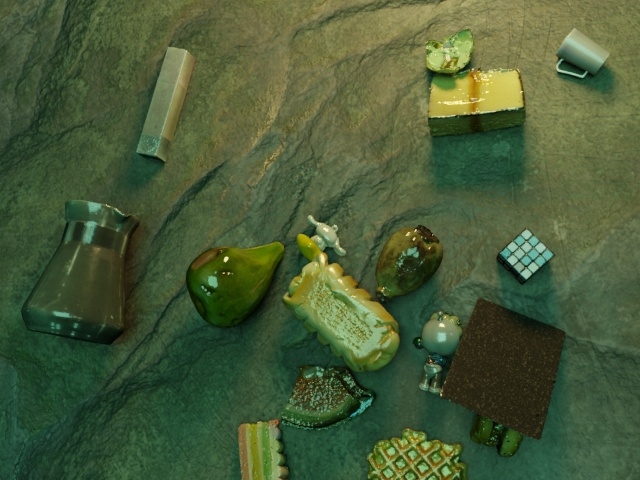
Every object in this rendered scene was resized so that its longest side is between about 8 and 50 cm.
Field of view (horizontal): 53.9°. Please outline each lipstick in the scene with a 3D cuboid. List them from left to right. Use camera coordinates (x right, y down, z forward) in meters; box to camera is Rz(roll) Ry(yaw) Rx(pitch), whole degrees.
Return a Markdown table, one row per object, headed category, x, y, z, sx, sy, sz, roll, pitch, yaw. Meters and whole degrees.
| category | x | y | z | sx | sy | sz | roll | pitch | yaw |
| --- | --- | --- | --- | --- | --- | --- | --- | --- | --- |
| lipstick | -0.434 | -0.382 | 1.775 | 0.066 | 0.068 | 0.317 | 13 | 83 | 15 |

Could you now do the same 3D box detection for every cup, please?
| category | x | y | z | sx | sy | sz | roll | pitch | yaw |
| --- | --- | --- | --- | --- | --- | --- | --- | --- | --- |
| cup | 0.644 | -0.456 | 1.572 | 0.116 | 0.074 | 0.104 | 37 | 113 | 11 |

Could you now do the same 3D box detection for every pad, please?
| category | x | y | z | sx | sy | sz | roll | pitch | yaw |
| --- | --- | --- | --- | --- | --- | --- | --- | --- | --- |
| pad | 0.414 | 0.272 | 1.405 | 0.220 | 0.004 | 0.330 | 22 | 44 | 15 |

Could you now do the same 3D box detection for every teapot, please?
| category | x | y | z | sx | sy | sz | roll | pitch | yaw |
| --- | --- | --- | --- | --- | --- | --- | --- | --- | --- |
| teapot | -0.625 | 0.088 | 1.661 | 0.300 | 0.253 | 0.343 | -3 | 69 | 43 |

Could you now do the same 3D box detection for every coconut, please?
| category | x | y | z | sx | sy | sz | roll | pitch | yaw |
| --- | --- | --- | --- | --- | --- | --- | --- | --- | --- |
| coconut | 0.333 | -0.484 | 1.635 | 0.133 | 0.055 | 0.158 | 27 | 69 | 40 |

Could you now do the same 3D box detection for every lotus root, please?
| category | x | y | z | sx | sy | sz | roll | pitch | yaw |
| --- | --- | --- | --- | --- | --- | --- | --- | --- | --- |
| lotus root | 0.204 | 0.059 | 1.535 | 0.138 | 0.138 | 0.214 | 41 | 91 | 15 |

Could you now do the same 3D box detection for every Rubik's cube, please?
| category | x | y | z | sx | sy | sz | roll | pitch | yaw |
| --- | --- | --- | --- | --- | --- | --- | --- | --- | --- |
| Rubik's cube | 0.485 | 0.038 | 1.496 | 0.092 | 0.092 | 0.092 | -43 | 75 | 1 |

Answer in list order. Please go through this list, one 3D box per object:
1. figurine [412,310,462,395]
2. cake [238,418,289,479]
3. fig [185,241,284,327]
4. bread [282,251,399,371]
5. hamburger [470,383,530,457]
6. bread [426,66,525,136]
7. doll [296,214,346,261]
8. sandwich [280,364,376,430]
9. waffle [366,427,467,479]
| category | x | y | z | sx | sy | sz | roll | pitch | yaw |
| --- | --- | --- | --- | --- | --- | --- | --- | --- | --- |
| figurine | 0.284 | 0.266 | 1.501 | 0.147 | 0.094 | 0.197 | 8 | 89 | 35 |
| cake | -0.140 | 0.555 | 1.536 | 0.110 | 0.090 | 0.225 | -16 | 76 | 12 |
| fig | -0.194 | 0.092 | 1.595 | 0.275 | 0.206 | 0.206 | -29 | 73 | -25 |
| bread | 0.057 | 0.187 | 1.543 | 0.311 | 0.121 | 0.173 | 44 | 95 | 15 |
| hamburger | 0.410 | 0.383 | 1.409 | 0.113 | 0.177 | 0.185 | 19 | 70 | 22 |
| bread | 0.382 | -0.369 | 1.569 | 0.240 | 0.135 | 0.178 | -4 | 78 | 13 |
| doll | -0.005 | -0.006 | 1.623 | 0.113 | 0.071 | 0.135 | -18 | 72 | 0 |
| sandwich | 0.017 | 0.386 | 1.537 | 0.235 | 0.079 | 0.159 | 1 | 80 | 12 |
| waffle | 0.225 | 0.569 | 1.479 | 0.238 | 0.059 | 0.243 | 2 | 78 | 15 |
